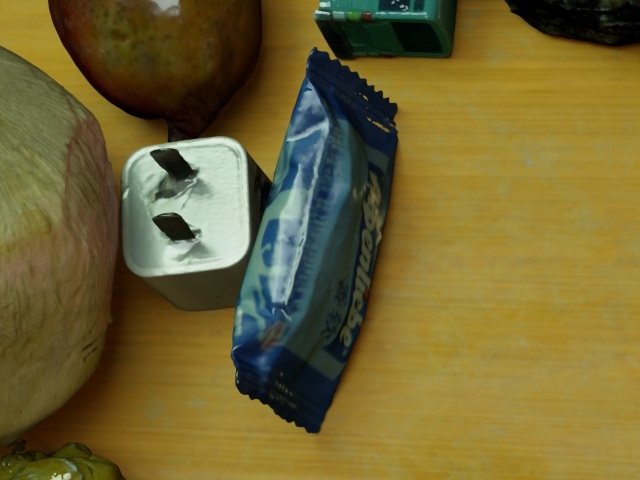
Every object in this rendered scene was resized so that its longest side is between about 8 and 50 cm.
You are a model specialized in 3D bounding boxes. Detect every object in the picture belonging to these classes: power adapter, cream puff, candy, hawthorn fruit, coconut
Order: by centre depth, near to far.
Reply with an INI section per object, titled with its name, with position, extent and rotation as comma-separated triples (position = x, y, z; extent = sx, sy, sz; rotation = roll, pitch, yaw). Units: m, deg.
[coconut]
position = -0.374, -0.023, 1.738
extent = 0.404, 0.404, 0.404
rotation = -4, 72, 12
[candy]
position = 0.000, 0.000, 1.786
extent = 0.077, 0.187, 0.331
rotation = 9, 77, 29
[cream puff]
position = -0.245, 0.239, 1.796
extent = 0.156, 0.156, 0.121
rotation = 32, 78, 20
[power adapter]
position = -0.116, -0.023, 1.806
extent = 0.125, 0.205, 0.130
rotation = -6, 74, 12
[hawthorn fruit]
position = -0.151, -0.198, 1.888
extent = 0.208, 0.208, 0.248
rotation = -13, 87, 9

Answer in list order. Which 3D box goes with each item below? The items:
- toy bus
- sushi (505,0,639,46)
[toy bus]
position = 0.073, -0.311, 1.892
extent = 0.147, 0.128, 0.256
rotation = 4, 76, 13
[sushi]
position = 0.307, -0.284, 1.803
extent = 0.350, 0.171, 0.211
rotation = 18, 80, 19
